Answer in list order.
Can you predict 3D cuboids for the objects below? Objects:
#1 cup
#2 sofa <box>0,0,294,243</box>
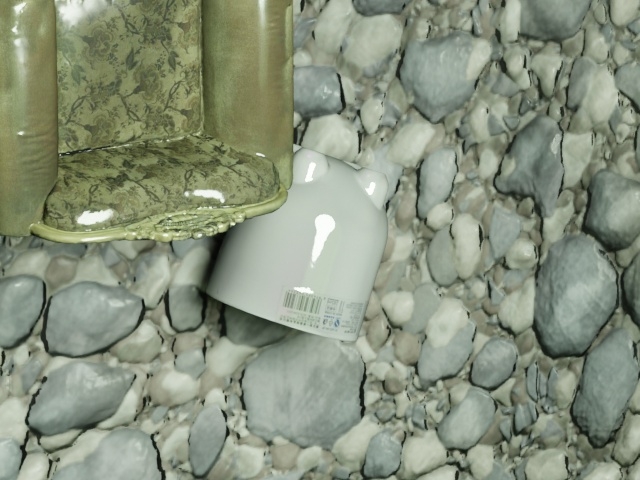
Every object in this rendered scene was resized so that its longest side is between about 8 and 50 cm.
[{"bbox_3d":[0.004,0.002,1.615,0.173,0.134,0.142,17,92,-36],"label":"cup"},{"bbox_3d":[-0.139,-0.117,1.449,0.258,0.182,0.200,-10,109,-32],"label":"sofa"}]
